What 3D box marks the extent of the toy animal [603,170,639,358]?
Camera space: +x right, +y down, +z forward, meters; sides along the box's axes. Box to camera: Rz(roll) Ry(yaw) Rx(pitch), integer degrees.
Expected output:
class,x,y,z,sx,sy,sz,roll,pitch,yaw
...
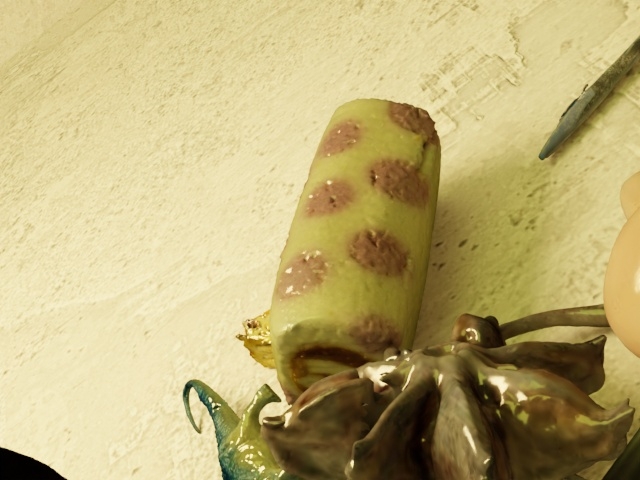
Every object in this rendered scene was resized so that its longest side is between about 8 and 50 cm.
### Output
class,x,y,z,sx,sy,sz,roll,pitch,yaw
toy animal,0.373,0.019,0.680,0.326,0.269,0.237,-47,-2,7

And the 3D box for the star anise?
class,x,y,z,sx,sy,sz,roll,pitch,yaw
star anise,0.132,0.147,0.764,0.359,0.139,0.316,-10,19,-1

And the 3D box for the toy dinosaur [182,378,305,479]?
class,x,y,z,sx,sy,sz,roll,pitch,yaw
toy dinosaur,-0.063,0.239,0.985,0.147,0.076,0.363,-44,41,6

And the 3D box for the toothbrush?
class,x,y,z,sx,sy,sz,roll,pitch,yaw
toothbrush,0.397,-0.248,1.123,0.042,0.035,0.413,40,81,18

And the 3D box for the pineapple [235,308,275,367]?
class,x,y,z,sx,sy,sz,roll,pitch,yaw
pineapple,-0.026,0.105,1.093,0.137,0.069,0.116,-37,37,1

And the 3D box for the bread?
class,x,y,z,sx,sy,sz,roll,pitch,yaw
bread,0.043,0.016,1.015,0.155,0.187,0.338,6,51,9

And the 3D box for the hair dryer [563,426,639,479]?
class,x,y,z,sx,sy,sz,roll,pitch,yaw
hair dryer,0.159,0.272,0.783,0.320,0.156,0.284,-48,16,-32

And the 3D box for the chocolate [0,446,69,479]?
class,x,y,z,sx,sy,sz,roll,pitch,yaw
chocolate,-0.330,0.365,0.950,0.186,0.283,0.283,-56,38,3
